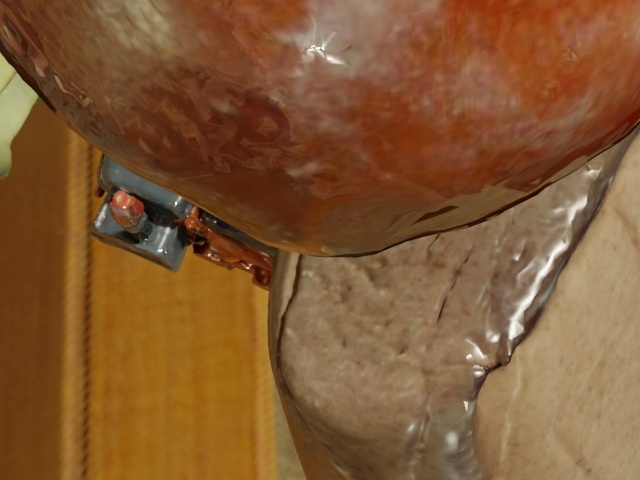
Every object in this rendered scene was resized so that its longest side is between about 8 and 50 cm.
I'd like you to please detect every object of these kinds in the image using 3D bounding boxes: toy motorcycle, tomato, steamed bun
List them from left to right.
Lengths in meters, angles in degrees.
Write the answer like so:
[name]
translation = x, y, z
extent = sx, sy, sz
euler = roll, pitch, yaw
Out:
[toy motorcycle]
translation = 0.000, 0.000, 1.069
extent = 0.326, 0.221, 0.148
euler = 24, 80, 7
[tomato]
translation = 0.014, -0.077, 0.441
extent = 0.181, 0.214, 0.155
euler = 2, 106, 55
[steamed bun]
translation = 0.081, 0.026, 0.840
extent = 0.199, 0.251, 0.301
euler = 12, 51, 35

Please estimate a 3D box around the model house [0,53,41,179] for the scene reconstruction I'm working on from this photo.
[model house]
translation = -0.237, -0.124, 0.753
extent = 0.261, 0.321, 0.266
euler = -15, 37, 40
